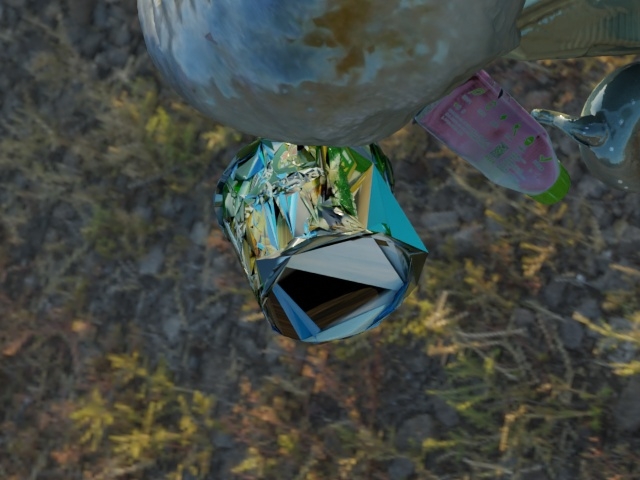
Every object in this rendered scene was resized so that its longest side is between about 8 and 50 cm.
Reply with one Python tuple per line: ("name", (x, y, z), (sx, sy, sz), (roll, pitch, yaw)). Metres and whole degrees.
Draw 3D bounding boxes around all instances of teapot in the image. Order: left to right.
("teapot", (0.454, -0.166, 1.728), (0.129, 0.294, 0.193), (45, 135, 51))

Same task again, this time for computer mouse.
("computer mouse", (0.291, -0.319, 1.575), (0.228, 0.429, 0.145), (38, 129, 56))

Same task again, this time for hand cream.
("hand cream", (0.192, -0.105, 1.294), (0.050, 0.275, 0.079), (23, 85, 39))

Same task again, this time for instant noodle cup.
("instant noodle cup", (0.000, 0.000, 1.436), (0.240, 0.240, 0.178), (-42, 41, 22))

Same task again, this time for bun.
("bun", (0.031, -0.222, 0.786), (0.362, 0.211, 0.362), (-43, 35, 39))
